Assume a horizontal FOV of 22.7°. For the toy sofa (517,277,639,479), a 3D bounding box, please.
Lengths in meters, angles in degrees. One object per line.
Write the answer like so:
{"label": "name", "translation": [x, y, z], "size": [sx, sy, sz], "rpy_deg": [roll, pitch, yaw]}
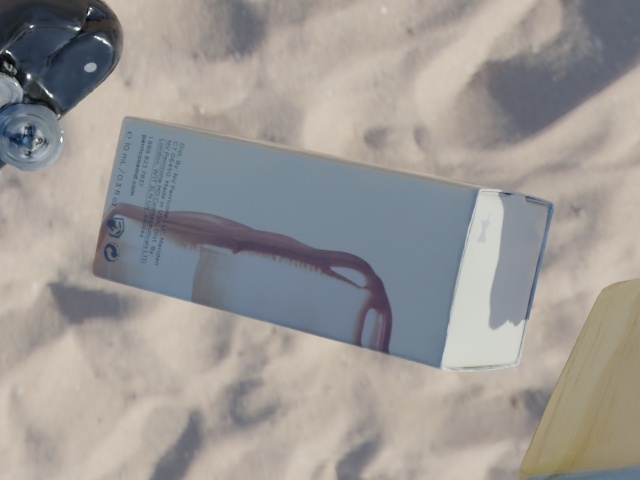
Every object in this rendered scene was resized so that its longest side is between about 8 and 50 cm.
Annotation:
{"label": "toy sofa", "translation": [0.237, 0.182, 0.658], "size": [0.177, 0.150, 0.362], "rpy_deg": [-12, 113, 32]}

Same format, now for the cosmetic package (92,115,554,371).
{"label": "cosmetic package", "translation": [0.000, 0.000, 1.173], "size": [0.153, 0.296, 0.129], "rpy_deg": [8, 94, -60]}

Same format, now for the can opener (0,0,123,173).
{"label": "can opener", "translation": [-0.135, -0.018, 0.474], "size": [0.186, 0.073, 0.059], "rpy_deg": [-43, 132, 10]}
